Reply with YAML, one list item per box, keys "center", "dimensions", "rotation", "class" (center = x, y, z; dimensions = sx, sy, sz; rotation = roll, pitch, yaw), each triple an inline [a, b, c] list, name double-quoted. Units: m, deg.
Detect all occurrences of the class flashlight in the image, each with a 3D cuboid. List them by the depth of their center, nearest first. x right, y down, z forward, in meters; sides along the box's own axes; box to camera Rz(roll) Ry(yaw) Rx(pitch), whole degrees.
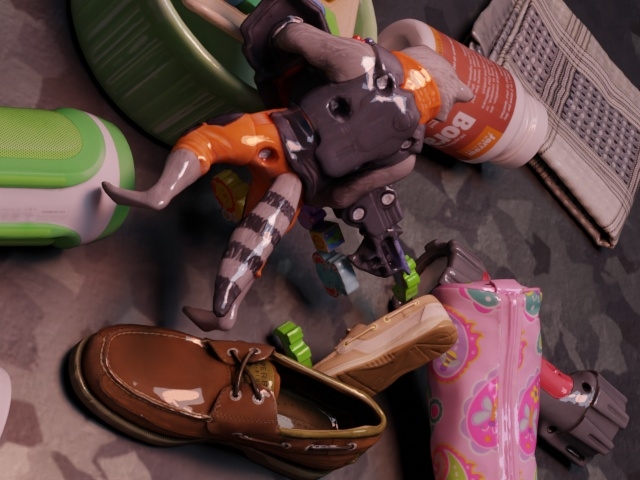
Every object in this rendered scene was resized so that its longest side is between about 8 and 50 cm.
- center: [0.217, 0.120, 1.742]
  dimensions: [0.304, 0.103, 0.103]
  rotation: [37, 42, -22]
  class: "flashlight"

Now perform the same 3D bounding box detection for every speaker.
- center: [-0.300, -0.054, 1.302]
  dimensions: [0.296, 0.131, 0.131]
  rotation: [0, 67, -46]
  class: "speaker"

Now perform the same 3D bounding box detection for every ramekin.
- center: [-0.102, -0.230, 1.592]
  dimensions: [0.303, 0.148, 0.303]
  rotation: [24, 51, -34]
  class: "ramekin"

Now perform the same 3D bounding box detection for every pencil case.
- center: [0.166, 0.181, 1.577]
  dimensions: [0.124, 0.124, 0.284]
  rotation: [8, 80, -43]
  class: "pencil case"

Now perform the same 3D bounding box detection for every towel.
- center: [0.321, -0.194, 2.072]
  dimensions: [0.324, 0.056, 0.312]
  rotation: [46, 42, -14]
  class: "towel"

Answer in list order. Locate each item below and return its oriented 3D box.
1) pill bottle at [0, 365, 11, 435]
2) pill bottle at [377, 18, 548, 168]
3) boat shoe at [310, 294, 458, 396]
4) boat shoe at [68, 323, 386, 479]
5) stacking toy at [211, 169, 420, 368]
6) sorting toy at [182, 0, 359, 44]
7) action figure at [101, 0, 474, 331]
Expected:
- center: [-0.363, 0.091, 1.130]
  dimensions: [0.265, 0.153, 0.153]
  rotation: [33, 47, -29]
  class: "pill bottle"
- center: [0.157, -0.161, 1.834]
  dimensions: [0.216, 0.121, 0.121]
  rotation: [23, 52, -34]
  class: "pill bottle"
- center: [0.050, 0.108, 1.551]
  dimensions: [0.063, 0.170, 0.059]
  rotation: [56, 10, -50]
  class: "boat shoe"
- center: [-0.076, 0.131, 1.434]
  dimensions: [0.307, 0.104, 0.110]
  rotation: [20, 54, -37]
  class: "boat shoe"
- center: [0.000, 0.000, 1.568]
  dimensions: [0.167, 0.052, 0.221]
  rotation: [-31, 114, -27]
  class: "stacking toy"
- center: [-0.036, -0.252, 1.526]
  dimensions: [0.193, 0.038, 0.208]
  rotation: [31, 48, -29]
  class: "sorting toy"
- center: [0.007, -0.046, 1.427]
  dimensions: [0.330, 0.178, 0.341]
  rotation: [-41, 124, -12]
  class: "action figure"
